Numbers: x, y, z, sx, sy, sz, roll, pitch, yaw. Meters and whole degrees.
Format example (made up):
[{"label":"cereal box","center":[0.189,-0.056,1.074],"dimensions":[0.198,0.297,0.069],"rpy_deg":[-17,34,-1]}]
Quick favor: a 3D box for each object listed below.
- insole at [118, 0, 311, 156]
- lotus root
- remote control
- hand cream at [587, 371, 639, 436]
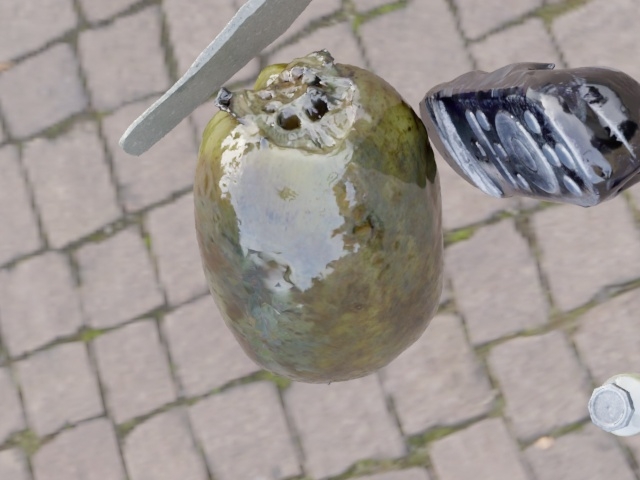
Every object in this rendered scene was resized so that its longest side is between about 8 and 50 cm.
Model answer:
[{"label":"insole","center":[-0.064,-0.126,1.226],"dimensions":[0.192,0.063,0.010],"rpy_deg":[-42,72,4]},{"label":"lotus root","center":[0.000,0.000,1.229],"dimensions":[0.160,0.275,0.152],"rpy_deg":[18,61,20]},{"label":"remote control","center":[0.128,-0.069,1.089],"dimensions":[0.066,0.266,0.090],"rpy_deg":[-29,101,-11]},{"label":"hand cream","center":[0.129,0.057,0.655],"dimensions":[0.035,0.102,0.022],"rpy_deg":[-35,69,31]}]
